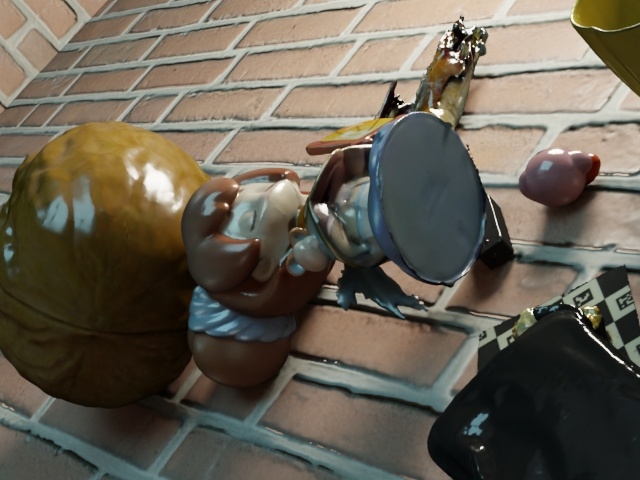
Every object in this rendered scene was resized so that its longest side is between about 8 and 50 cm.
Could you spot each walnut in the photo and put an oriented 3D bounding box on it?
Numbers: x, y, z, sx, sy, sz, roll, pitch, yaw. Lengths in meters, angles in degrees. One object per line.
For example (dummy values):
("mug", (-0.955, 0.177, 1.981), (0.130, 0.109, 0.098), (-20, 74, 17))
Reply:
("walnut", (-0.272, 0.029, 1.745), (0.308, 0.354, 0.398), (2, 27, -5))

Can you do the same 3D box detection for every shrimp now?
("shrimp", (0.132, -0.175, 1.812), (0.178, 0.075, 0.289), (-11, 52, 50))

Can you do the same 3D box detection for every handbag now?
("handbag", (0.215, 0.186, 1.107), (0.191, 0.075, 0.332), (-45, 33, 4))

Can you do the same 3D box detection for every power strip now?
("power strip", (0.191, -0.010, 1.510), (0.038, 0.029, 0.111), (-38, 25, 19))

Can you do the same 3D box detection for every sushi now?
("sushi", (0.218, 0.109, 1.281), (0.192, 0.040, 0.210), (-29, 29, 24))

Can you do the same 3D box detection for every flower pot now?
("flower pot", (0.389, -0.217, 1.392), (0.195, 0.179, 0.195), (-32, 26, 18))

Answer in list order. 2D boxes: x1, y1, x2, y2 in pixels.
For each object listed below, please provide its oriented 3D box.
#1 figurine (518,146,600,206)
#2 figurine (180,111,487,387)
("figurine", (0.262, -0.071, 1.466), (0.083, 0.071, 0.067), (-32, 69, 35))
("figurine", (0.000, -0.002, 1.532), (0.388, 0.248, 0.277), (-12, 36, 40))
